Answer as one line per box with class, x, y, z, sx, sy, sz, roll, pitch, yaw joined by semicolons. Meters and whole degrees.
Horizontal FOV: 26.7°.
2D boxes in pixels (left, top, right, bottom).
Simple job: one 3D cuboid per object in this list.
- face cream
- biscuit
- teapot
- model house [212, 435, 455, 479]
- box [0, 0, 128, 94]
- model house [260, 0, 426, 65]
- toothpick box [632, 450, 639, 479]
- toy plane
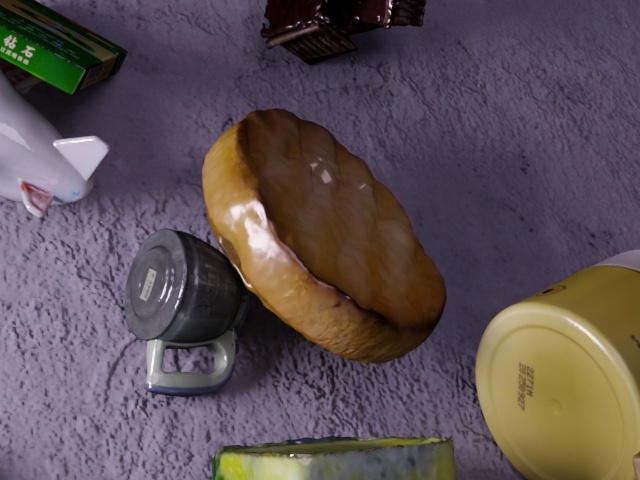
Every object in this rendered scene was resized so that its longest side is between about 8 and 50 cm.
face cream;0.293;0.137;1.365;0.179;0.218;0.218;-21;66;-36
biscuit;0.000;0.000;1.365;0.296;0.102;0.296;37;28;-23
teapot;-0.117;0.065;1.290;0.108;0.111;0.149;15;42;-35
model house;0.022;0.281;1.196;0.194;0.170;0.211;-1;83;-36
box;-0.280;-0.204;1.382;0.132;0.034;0.235;28;11;-3
model house;0.031;-0.294;1.600;0.164;0.203;0.141;-30;104;-68
toothpick box;0.410;0.320;1.214;0.188;0.190;0.308;-18;97;-35
toy plane;-0.328;-0.119;1.310;0.252;0.118;0.252;25;36;-20
